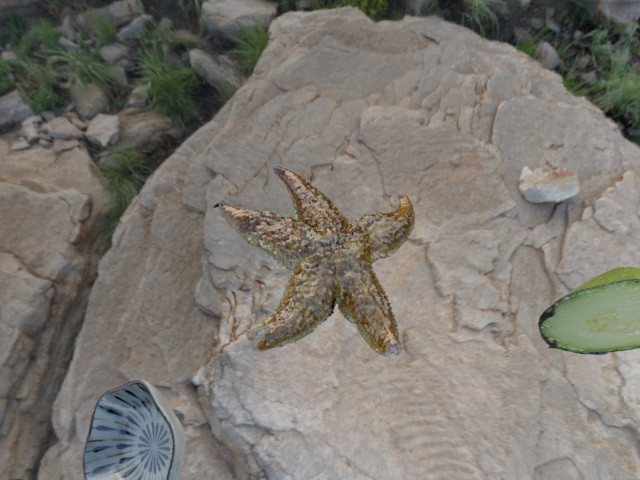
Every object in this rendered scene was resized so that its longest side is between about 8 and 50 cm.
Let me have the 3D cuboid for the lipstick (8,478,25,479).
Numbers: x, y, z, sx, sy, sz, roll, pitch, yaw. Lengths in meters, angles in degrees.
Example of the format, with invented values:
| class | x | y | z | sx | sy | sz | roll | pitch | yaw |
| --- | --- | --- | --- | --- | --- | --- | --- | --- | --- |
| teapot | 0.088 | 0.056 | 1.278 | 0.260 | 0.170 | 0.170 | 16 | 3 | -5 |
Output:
| class | x | y | z | sx | sy | sz | roll | pitch | yaw |
| --- | --- | --- | --- | --- | --- | --- | --- | --- | --- |
| lipstick | -0.362 | 0.236 | 0.367 | 0.057 | 0.357 | 0.057 | -2 | 70 | 6 |

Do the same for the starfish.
| class | x | y | z | sx | sy | sz | roll | pitch | yaw |
| --- | --- | --- | --- | --- | --- | --- | --- | --- | --- |
| starfish | 0.011 | 0.007 | 0.449 | 0.240 | 0.043 | 0.227 | -33 | 68 | -34 |

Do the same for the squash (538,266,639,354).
| class | x | y | z | sx | sy | sz | roll | pitch | yaw |
| --- | --- | --- | --- | --- | --- | --- | --- | --- | --- |
| squash | 0.457 | 0.107 | 0.792 | 0.184 | 0.192 | 0.085 | -9 | 41 | 17 |

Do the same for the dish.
| class | x | y | z | sx | sy | sz | roll | pitch | yaw |
| --- | --- | --- | --- | --- | --- | --- | --- | --- | --- |
| dish | -0.239 | 0.285 | 0.642 | 0.190 | 0.066 | 0.191 | -7 | 76 | 31 |

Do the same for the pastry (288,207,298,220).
| class | x | y | z | sx | sy | sz | roll | pitch | yaw |
| --- | --- | --- | --- | --- | --- | --- | --- | --- | --- |
| pastry | -0.003 | 0.003 | 0.852 | 0.081 | 0.153 | 0.153 | -22 | 70 | -28 |
